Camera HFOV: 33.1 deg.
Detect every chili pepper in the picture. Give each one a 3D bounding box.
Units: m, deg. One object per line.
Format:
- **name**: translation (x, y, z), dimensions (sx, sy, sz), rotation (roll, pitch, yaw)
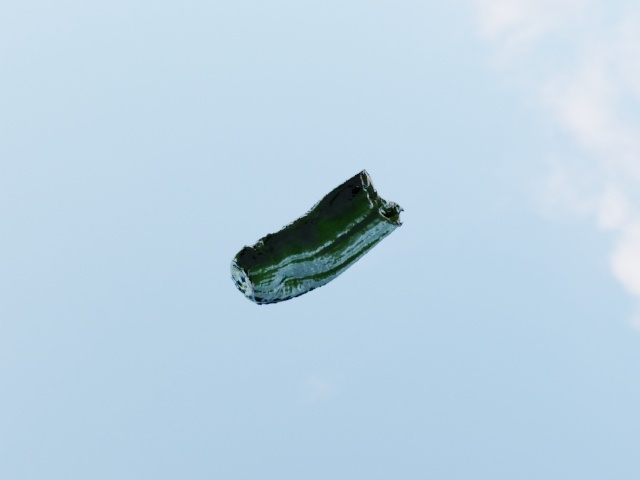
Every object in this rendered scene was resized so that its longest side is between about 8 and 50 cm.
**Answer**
- **chili pepper**: translation (-0.001, 0.000, 1.267), dimensions (0.224, 0.098, 0.061), rotation (-32, -164, -18)
